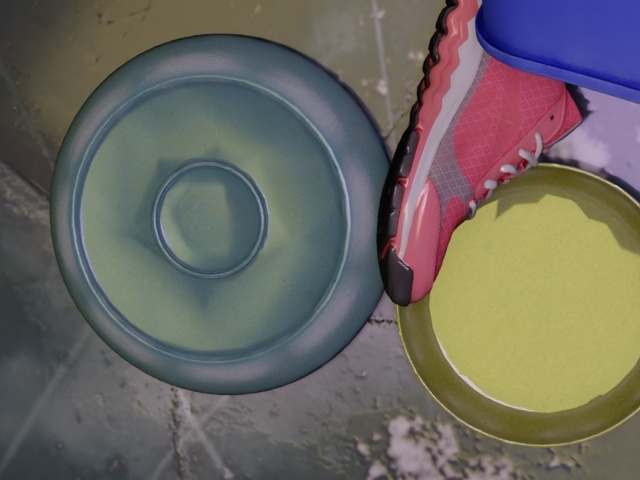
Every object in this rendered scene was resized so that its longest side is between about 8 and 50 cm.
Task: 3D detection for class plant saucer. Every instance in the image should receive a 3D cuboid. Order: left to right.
[{"bbox_3d":[-0.092,-0.019,1.601,0.318,0.044,0.317,2,97,13],"label":"plant saucer"},{"bbox_3d":[0.184,0.053,1.561,0.241,0.037,0.241,1,98,11],"label":"plant saucer"}]

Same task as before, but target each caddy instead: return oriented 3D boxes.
[{"bbox_3d":[0.263,-0.188,1.335,0.341,0.241,0.179,23,132,46],"label":"caddy"}]

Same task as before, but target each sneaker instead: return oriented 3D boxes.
[{"bbox_3d":[0.138,-0.089,1.490,0.136,0.116,0.313,18,82,-1],"label":"sneaker"}]
